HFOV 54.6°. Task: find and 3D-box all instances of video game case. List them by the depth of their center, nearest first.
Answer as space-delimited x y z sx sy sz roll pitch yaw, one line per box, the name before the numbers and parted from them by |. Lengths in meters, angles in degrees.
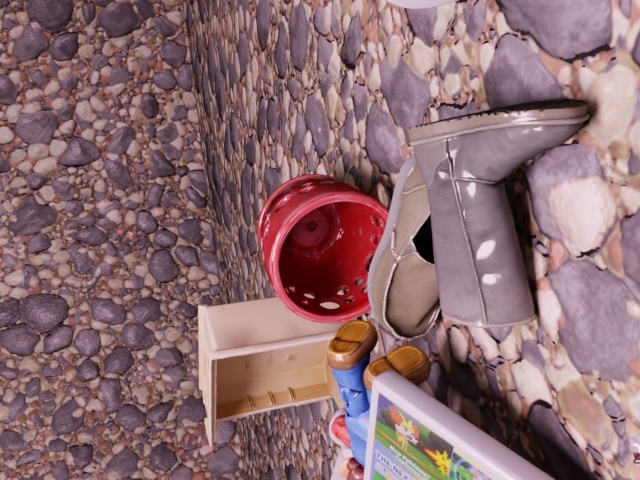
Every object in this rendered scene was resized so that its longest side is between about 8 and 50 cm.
video game case | 0.168 0.333 0.626 0.329 0.036 0.300 29 127 41

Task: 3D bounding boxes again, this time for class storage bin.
storage bin | -0.075 0.223 1.085 0.123 0.262 0.260 -118 27 -46

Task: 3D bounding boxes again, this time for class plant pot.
plant pot | 0.000 0.000 0.900 0.174 0.191 0.191 -134 40 -63

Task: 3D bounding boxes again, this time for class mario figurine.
mario figurine | 0.096 0.252 0.832 0.198 0.170 0.321 -106 9 -60

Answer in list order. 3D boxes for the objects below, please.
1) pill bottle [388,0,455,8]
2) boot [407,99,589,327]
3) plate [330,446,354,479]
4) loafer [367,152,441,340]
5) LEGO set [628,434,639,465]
pill bottle | 0.079 -0.378 0.564 0.169 0.169 0.302 139 121 -67
boot | 0.171 -0.017 0.581 0.189 0.076 0.209 -1 103 52
plate | 0.074 0.501 1.102 0.278 0.045 0.277 100 153 -42
loafer | 0.116 0.022 0.721 0.087 0.094 0.251 -120 29 -56
LEGO set | 0.232 -0.013 0.197 0.331 0.192 0.255 141 128 -69
